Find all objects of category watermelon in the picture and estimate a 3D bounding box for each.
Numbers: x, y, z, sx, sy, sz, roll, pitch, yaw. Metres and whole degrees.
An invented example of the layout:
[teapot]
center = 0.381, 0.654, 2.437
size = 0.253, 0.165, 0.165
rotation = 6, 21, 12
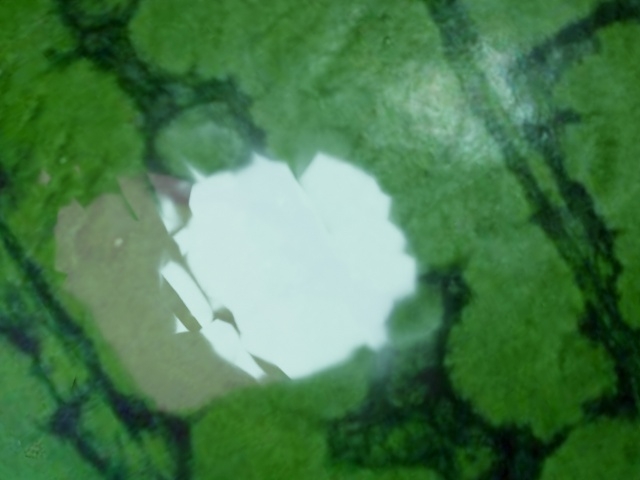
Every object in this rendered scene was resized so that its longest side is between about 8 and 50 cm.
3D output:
[watermelon]
center = 0.000, 0.000, 0.555
size = 0.363, 0.363, 0.363
rotation = 4, 101, 20
